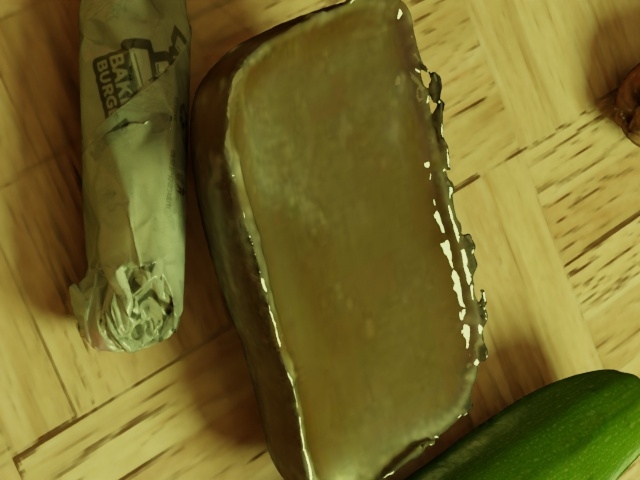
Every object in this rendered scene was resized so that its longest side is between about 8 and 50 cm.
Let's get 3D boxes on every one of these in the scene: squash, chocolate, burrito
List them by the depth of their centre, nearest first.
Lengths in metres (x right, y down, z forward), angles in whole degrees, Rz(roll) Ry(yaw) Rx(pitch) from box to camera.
[{"bbox_3d":[-0.096,-0.043,0.896,0.064,0.064,0.203,9,79,-38],"label":"burrito"},{"bbox_3d":[0.000,0.001,0.951,0.161,0.083,0.261,-26,110,-40],"label":"chocolate"},{"bbox_3d":[0.091,0.156,1.007,0.292,0.082,0.082,-32,105,-38],"label":"squash"}]

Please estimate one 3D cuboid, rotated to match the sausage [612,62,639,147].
[{"bbox_3d":[0.364,-0.121,1.253,0.433,0.088,0.088,-14,94,-39],"label":"sausage"}]
